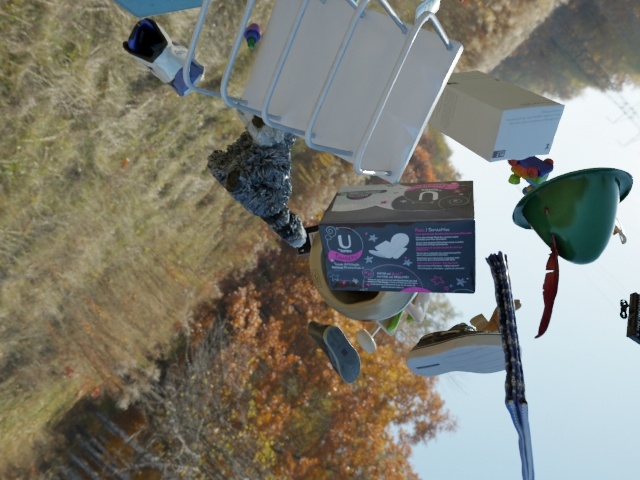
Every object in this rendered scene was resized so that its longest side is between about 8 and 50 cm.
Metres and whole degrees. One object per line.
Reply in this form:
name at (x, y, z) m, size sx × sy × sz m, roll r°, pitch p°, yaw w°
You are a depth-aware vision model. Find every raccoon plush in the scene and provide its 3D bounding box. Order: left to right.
raccoon plush at (-0.103, -0.211, 1.284) m, size 0.299 × 0.216 × 0.446 m, roll -43°, pitch 144°, yaw 3°

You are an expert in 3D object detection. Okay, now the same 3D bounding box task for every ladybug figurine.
ladybug figurine at (0.128, 0.061, 1.249) m, size 0.162 × 0.305 × 0.449 m, roll -18°, pitch 179°, yaw -34°

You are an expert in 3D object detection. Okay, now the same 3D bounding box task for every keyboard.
keyboard at (0.808, 0.196, 1.162) m, size 0.180 × 0.108 × 0.023 m, roll -44°, pitch 164°, yaw -44°

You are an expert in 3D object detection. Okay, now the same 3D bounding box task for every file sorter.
file sorter at (-0.005, -0.219, 0.577) m, size 0.173 × 0.278 × 0.192 m, roll -13°, pitch 131°, yaw -64°

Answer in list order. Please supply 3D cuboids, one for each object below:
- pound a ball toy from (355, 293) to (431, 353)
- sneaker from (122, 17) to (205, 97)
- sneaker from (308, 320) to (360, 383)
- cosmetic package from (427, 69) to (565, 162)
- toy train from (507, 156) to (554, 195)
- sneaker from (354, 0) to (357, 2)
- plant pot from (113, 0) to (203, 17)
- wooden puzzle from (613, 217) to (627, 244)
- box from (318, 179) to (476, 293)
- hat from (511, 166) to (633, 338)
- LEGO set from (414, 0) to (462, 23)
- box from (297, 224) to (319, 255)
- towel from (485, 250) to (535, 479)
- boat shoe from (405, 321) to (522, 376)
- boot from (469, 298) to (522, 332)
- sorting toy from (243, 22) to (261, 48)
pound a ball toy at (0.225, 0.182, 1.455) m, size 0.208 × 0.135 × 0.319 m, roll -35°, pitch -169°, yaw 39°
sneaker at (-0.434, -0.517, 1.247) m, size 0.127 × 0.182 × 0.315 m, roll -47°, pitch -141°, yaw 2°
sneaker at (0.045, 0.344, 1.447) m, size 0.083 × 0.222 × 0.118 m, roll -33°, pitch -157°, yaw -25°
cosmetic package at (0.487, -0.381, 1.367) m, size 0.217 × 0.385 × 0.156 m, roll -11°, pitch 125°, yaw -19°
toy train at (0.729, -0.271, 1.706) m, size 0.105 × 0.248 × 0.143 m, roll -27°, pitch 139°, yaw -20°
sneaker at (0.072, -0.853, 1.410) m, size 0.319 × 0.208 × 0.127 m, roll -41°, pitch 156°, yaw 30°
plant pot at (-0.298, -0.552, 0.804) m, size 0.248 × 0.247 × 0.252 m, roll -8°, pitch 141°, yaw 4°
wooden puzzle at (0.982, -0.106, 1.615) m, size 0.044 × 0.238 × 0.221 m, roll -40°, pitch 175°, yaw 32°
box at (0.142, -0.012, 0.803) m, size 0.247 × 0.142 × 0.163 m, roll 0°, pitch -150°, yaw 17°
hat at (0.395, 0.022, 0.684) m, size 0.173 × 0.183 × 0.208 m, roll -12°, pitch 153°, yaw 14°
LEGO set at (0.277, -0.533, 0.869) m, size 0.244 × 0.060 × 0.182 m, roll -45°, pitch 157°, yaw -18°
box at (0.000, 0.000, 1.589) m, size 0.156 × 0.093 × 0.158 m, roll -12°, pitch 172°, yaw 3°
towel at (0.326, 0.207, 0.791) m, size 0.040 × 0.243 × 0.336 m, roll -8°, pitch -145°, yaw 22°
boat shoe at (0.354, 0.263, 1.170) m, size 0.335 × 0.121 × 0.119 m, roll -24°, pitch -151°, yaw 49°
boot at (0.606, 0.288, 1.495) m, size 0.197 × 0.152 × 0.073 m, roll -26°, pitch 144°, yaw -5°
sorting toy at (-0.149, -0.712, 1.833) m, size 0.127 × 0.366 × 0.126 m, roll -27°, pitch -129°, yaw 42°
